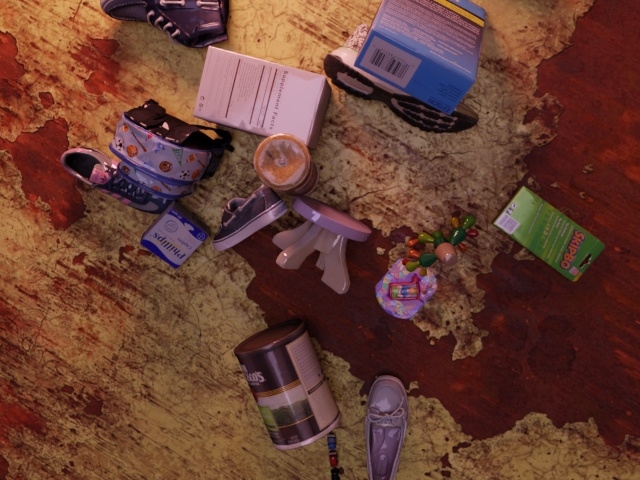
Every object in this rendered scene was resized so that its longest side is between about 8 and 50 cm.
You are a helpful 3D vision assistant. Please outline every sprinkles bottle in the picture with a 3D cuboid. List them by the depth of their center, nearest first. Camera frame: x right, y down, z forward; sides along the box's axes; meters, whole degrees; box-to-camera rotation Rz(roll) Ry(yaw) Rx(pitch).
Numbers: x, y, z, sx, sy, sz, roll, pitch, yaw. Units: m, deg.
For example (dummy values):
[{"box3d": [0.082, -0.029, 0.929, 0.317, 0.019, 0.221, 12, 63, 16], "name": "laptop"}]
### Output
[{"box3d": [-0.070, -0.168, 1.235, 0.121, 0.355, 0.121, 0, 92, 3], "name": "sprinkles bottle"}]

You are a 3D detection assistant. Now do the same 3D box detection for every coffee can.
[{"box3d": [-0.085, 0.376, 1.384, 0.202, 0.201, 0.275, -21, 94, 9], "name": "coffee can"}]

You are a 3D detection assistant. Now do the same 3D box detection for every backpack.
[{"box3d": [-0.399, -0.229, 1.318, 0.277, 0.263, 0.213, 23, 99, 3], "name": "backpack"}]

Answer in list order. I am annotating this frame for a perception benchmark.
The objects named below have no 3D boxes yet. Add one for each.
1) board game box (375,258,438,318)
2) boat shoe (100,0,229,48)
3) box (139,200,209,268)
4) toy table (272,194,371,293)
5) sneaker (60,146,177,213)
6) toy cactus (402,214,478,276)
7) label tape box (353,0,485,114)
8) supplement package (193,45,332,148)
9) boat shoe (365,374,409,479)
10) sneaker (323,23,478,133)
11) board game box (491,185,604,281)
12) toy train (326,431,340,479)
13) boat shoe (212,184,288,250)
[{"box3d": [0.230, 0.132, 1.403, 0.133, 0.033, 0.168, 40, 99, 1], "name": "board game box"}, {"box3d": [-0.396, -0.576, 1.342, 0.341, 0.127, 0.158, -7, 88, 7], "name": "boat shoe"}, {"box3d": [-0.395, -0.015, 1.417, 0.126, 0.072, 0.137, 41, 101, -23], "name": "box"}, {"box3d": [0.000, 0.000, 1.303, 0.252, 0.274, 0.160, 39, 105, 40], "name": "toy table"}, {"box3d": [-0.551, -0.155, 1.411, 0.319, 0.131, 0.112, 24, 99, 3], "name": "sneaker"}, {"box3d": [0.308, 0.027, 1.310, 0.219, 0.180, 0.112, -29, 106, 11], "name": "toy cactus"}, {"box3d": [0.244, -0.481, 1.224, 0.249, 0.347, 0.115, 25, 139, -6], "name": "label tape box"}, {"box3d": [-0.137, -0.351, 1.314, 0.293, 0.177, 0.175, 16, 98, 4], "name": "supplement package"}, {"box3d": [0.177, 0.530, 1.421, 0.118, 0.103, 0.320, 8, 98, 6], "name": "boat shoe"}, {"box3d": [0.222, -0.414, 1.294, 0.410, 0.158, 0.182, 27, 82, -2], "name": "sneaker"}, {"box3d": [0.585, -0.016, 1.342, 0.259, 0.039, 0.124, 37, 100, 4], "name": "board game box"}, {"box3d": [0.036, 0.621, 1.482, 0.027, 0.036, 0.158, -5, 96, 7], "name": "toy train"}, {"box3d": [-0.204, -0.060, 1.336, 0.301, 0.108, 0.102, -26, 102, 49], "name": "boat shoe"}]
